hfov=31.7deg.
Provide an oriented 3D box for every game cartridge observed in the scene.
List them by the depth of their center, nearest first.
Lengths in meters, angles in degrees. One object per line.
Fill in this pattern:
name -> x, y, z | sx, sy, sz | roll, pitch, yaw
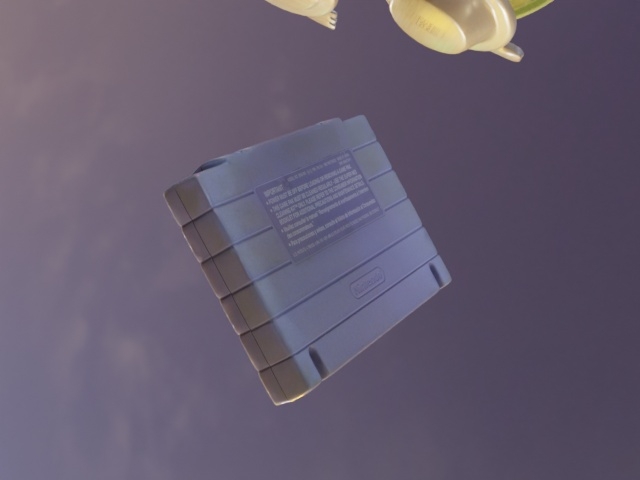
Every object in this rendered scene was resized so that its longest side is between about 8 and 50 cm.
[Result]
game cartridge -> 0.000, 0.000, 1.145 | 0.068, 0.355, 0.230 | -33, -93, 31

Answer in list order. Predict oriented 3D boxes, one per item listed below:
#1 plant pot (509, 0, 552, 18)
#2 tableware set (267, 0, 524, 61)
plant pot -> 0.132, -0.343, 1.025 | 0.276, 0.254, 0.276 | 2, -83, 13
tableware set -> 0.004, -0.113, 0.375 | 0.141, 0.169, 0.020 | 27, -104, 20
